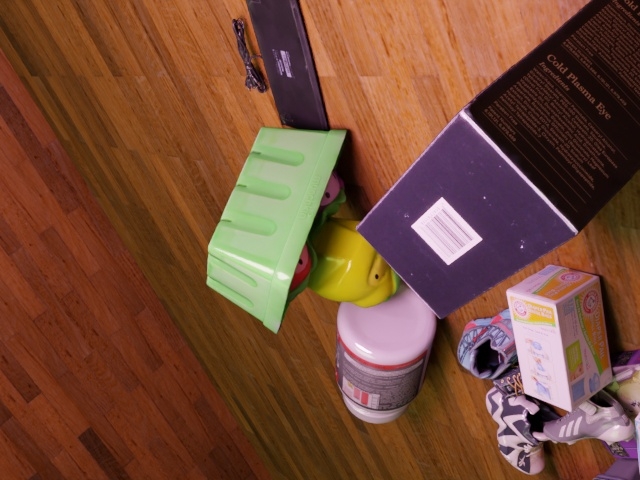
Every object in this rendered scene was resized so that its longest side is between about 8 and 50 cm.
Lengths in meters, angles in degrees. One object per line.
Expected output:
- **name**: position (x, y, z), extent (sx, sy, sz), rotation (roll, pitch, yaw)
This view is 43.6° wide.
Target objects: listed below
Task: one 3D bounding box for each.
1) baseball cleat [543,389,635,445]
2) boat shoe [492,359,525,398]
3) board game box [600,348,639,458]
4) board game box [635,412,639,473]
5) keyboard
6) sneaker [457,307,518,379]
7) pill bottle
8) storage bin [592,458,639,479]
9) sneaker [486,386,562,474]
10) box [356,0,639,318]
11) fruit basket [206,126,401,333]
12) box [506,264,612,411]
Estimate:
- **baseball cleat**: position (0.468, 0.310, 1.434), extent (0.206, 0.072, 0.109), rotation (-23, 92, 58)
- **boat shoe**: position (0.381, 0.267, 1.503), extent (0.065, 0.083, 0.183), rotation (59, 177, 5)
- **board game box**: position (0.565, 0.278, 1.351), extent (0.208, 0.056, 0.347), rotation (46, 154, -5)
- **board game box**: position (0.588, 0.362, 1.348), extent (0.103, 0.026, 0.154), rotation (21, 143, 43)
- **keyboard**: position (-0.087, -0.350, 1.527), extent (0.202, 0.033, 0.317), rotation (21, 142, 34)
- **sneaker**: position (0.316, 0.212, 1.552), extent (0.104, 0.125, 0.262), rotation (46, 154, 7)
- **pill bottle**: position (0.137, 0.261, 1.798), extent (0.210, 0.210, 0.363), rotation (37, 151, 24)
- **storage bin**: position (0.592, 0.470, 1.514), extent (0.135, 0.091, 0.098), rotation (55, 153, -10)
- **sneaker**: position (0.445, 0.410, 1.654), extent (0.153, 0.094, 0.235), rotation (16, 130, 61)
- **box**: position (0.257, -0.101, 1.011), extent (0.179, 0.312, 0.343), rotation (47, 155, 4)
- **fruit basket**: position (0.000, 0.000, 1.545), extent (0.392, 0.392, 0.283), rotation (42, 154, 13)
- **box**: position (0.396, 0.158, 1.323), extent (0.103, 0.114, 0.203), rotation (17, 128, 54)
